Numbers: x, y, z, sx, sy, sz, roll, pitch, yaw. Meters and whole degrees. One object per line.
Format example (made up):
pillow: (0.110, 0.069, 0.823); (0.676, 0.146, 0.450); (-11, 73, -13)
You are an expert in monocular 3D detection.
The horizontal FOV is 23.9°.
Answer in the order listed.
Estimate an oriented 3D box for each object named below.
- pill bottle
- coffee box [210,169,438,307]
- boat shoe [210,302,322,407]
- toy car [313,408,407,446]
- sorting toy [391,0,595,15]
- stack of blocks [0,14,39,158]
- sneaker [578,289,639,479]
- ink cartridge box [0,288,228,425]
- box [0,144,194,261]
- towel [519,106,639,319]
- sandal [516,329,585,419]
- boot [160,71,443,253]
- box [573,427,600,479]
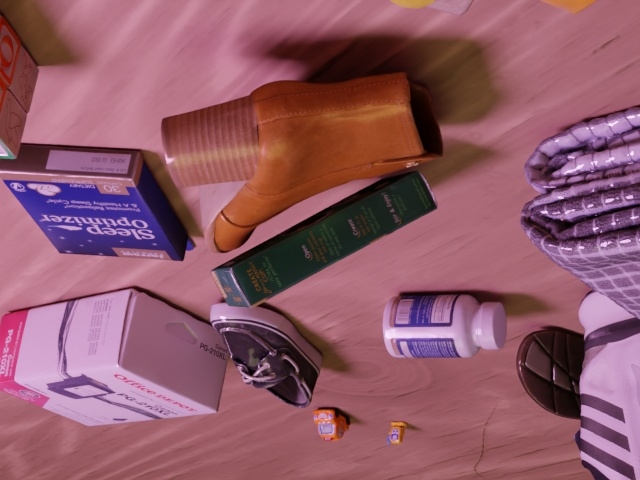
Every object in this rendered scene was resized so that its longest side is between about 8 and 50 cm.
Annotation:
pill bottle: (0.132, 0.090, 1.593); (0.120, 0.067, 0.067); (-2, 155, 24)
coffee box: (0.000, 0.000, 1.298); (0.184, 0.040, 0.113); (-28, -175, -14)
boat shoe: (-0.060, 0.136, 1.762); (0.078, 0.070, 0.219); (-5, 153, 29)
toy car: (0.051, 0.253, 2.034); (0.122, 0.040, 0.060); (3, 156, 14)
sorting toy: (0.039, -0.204, 0.971); (0.348, 0.047, 0.196); (13, 156, -11)
stack of blocks: (-0.391, -0.129, 1.244); (0.297, 0.087, 0.171); (3, 156, 14)
sneaker: (0.420, 0.144, 1.373); (0.169, 0.257, 0.447); (25, 152, -33)
ink cartridge box: (-0.252, 0.145, 1.815); (0.237, 0.100, 0.172); (-11, 150, 39)
box: (-0.214, -0.026, 1.489); (0.136, 0.036, 0.225); (3, 158, 12)
towel: (0.335, -0.013, 1.214); (0.284, 0.121, 0.235); (-11, 151, 38)
sandal: (0.297, 0.156, 1.697); (0.219, 0.090, 0.060); (15, 179, -32)
boot: (-0.003, -0.062, 1.259); (0.211, 0.104, 0.295); (-8, 168, 4)
box: (0.397, 0.211, 1.663); (0.180, 0.077, 0.147); (15, 126, -32)
